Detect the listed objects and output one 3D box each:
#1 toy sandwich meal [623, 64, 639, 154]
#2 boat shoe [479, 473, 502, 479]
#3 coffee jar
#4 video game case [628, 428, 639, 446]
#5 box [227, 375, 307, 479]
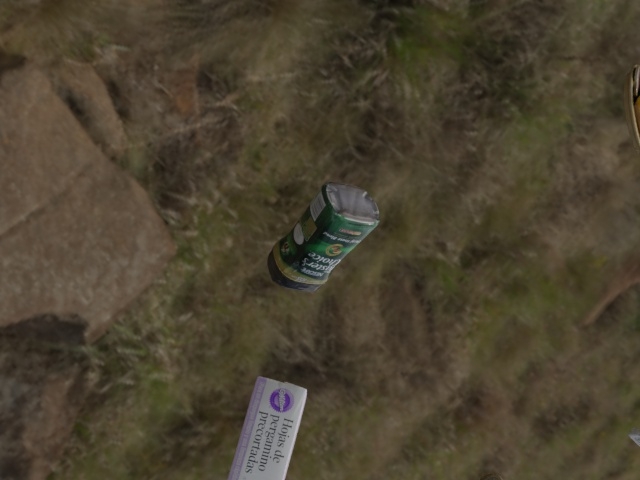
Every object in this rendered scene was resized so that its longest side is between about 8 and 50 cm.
[{"bbox_3d":[0.266,-0.100,0.759,0.085,0.029,0.085,18,68,-55],"label":"toy sandwich meal"},{"bbox_3d":[0.232,0.387,1.316,0.045,0.050,0.135,32,61,-86],"label":"boat shoe"},{"bbox_3d":[0.000,0.000,1.405,0.096,0.079,0.184,9,138,-34],"label":"coffee jar"},{"bbox_3d":[0.427,0.248,1.108,0.011,0.087,0.122,-49,-173,-23],"label":"video game case"},{"bbox_3d":[-0.086,0.319,1.081,0.067,0.063,0.324,101,4,-68],"label":"box"}]
